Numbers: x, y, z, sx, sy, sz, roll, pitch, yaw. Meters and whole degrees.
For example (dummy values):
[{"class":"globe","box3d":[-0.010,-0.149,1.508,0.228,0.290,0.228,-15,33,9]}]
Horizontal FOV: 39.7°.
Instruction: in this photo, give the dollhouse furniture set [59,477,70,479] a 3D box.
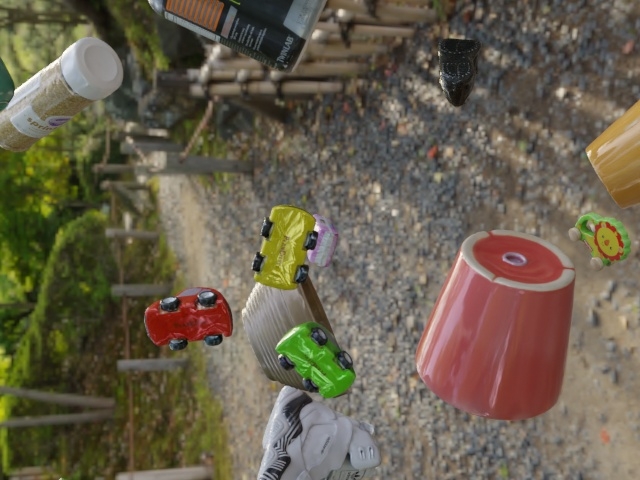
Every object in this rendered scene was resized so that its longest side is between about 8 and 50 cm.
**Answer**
[{"class":"dollhouse furniture set","box3d":[-0.322,0.530,1.336,0.151,0.197,0.302,-54,-34,-43]}]

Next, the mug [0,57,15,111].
[{"class":"mug","box3d":[-0.637,-0.279,1.651,0.097,0.129,0.158,61,168,-1]}]

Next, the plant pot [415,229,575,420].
[{"class":"plant pot","box3d":[0.316,0.131,1.538,0.275,0.274,0.243,-116,28,-56]}]

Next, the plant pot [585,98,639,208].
[{"class":"plant pot","box3d":[0.580,-0.156,1.551,0.188,0.205,0.205,-32,48,21]}]

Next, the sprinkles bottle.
[{"class":"sprinkles bottle","box3d":[-0.568,-0.303,1.880,0.355,0.121,0.121,-22,65,38]}]

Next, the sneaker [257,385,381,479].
[{"class":"sneaker","box3d":[-0.010,0.426,1.568,0.366,0.210,0.137,-76,5,-52]}]

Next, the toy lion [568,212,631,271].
[{"class":"toy lion","box3d":[0.452,-0.005,1.419,0.100,0.034,0.096,59,155,27]}]

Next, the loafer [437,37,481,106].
[{"class":"loafer","box3d":[0.253,-0.316,1.655,0.220,0.080,0.078,-66,-21,-54]}]

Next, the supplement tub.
[{"class":"supplement tub","box3d":[-0.150,-0.425,1.468,0.193,0.316,0.194,-156,90,-83]}]

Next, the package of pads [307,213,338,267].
[{"class":"package of pads","box3d":[0.000,0.000,1.183,0.083,0.032,0.050,-116,47,-73]}]

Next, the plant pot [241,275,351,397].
[{"class":"plant pot","box3d":[-0.046,0.138,1.337,0.237,0.109,0.237,-24,-90,-87]}]

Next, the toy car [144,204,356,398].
[{"class":"toy car","box3d":[-0.048,0.090,1.008,0.239,0.225,0.053,-38,18,17]}]
